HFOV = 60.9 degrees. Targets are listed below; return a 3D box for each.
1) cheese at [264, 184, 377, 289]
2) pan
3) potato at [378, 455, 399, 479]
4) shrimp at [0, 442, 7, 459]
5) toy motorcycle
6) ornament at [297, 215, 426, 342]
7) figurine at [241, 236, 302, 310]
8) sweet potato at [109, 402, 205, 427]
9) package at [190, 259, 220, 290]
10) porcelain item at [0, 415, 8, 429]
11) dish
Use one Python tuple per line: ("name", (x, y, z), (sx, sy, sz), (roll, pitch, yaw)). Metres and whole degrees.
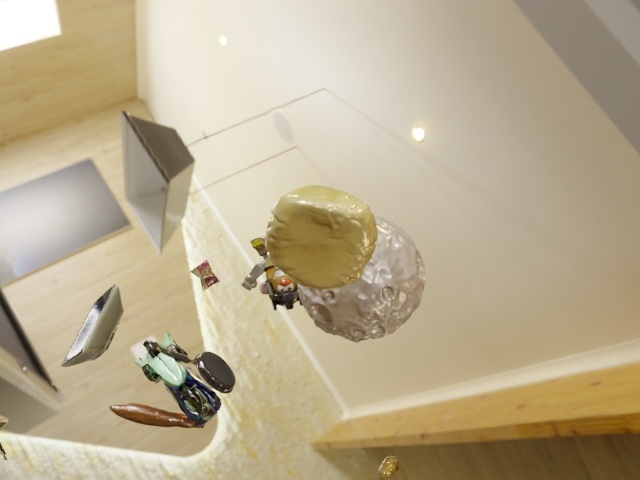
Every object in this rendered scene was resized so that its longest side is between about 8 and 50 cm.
("cheese", (0.000, 0.000, 1.121), (0.226, 0.117, 0.213), (16, -64, 10))
("pan", (-0.311, 0.325, 1.426), (0.235, 0.028, 0.136), (36, 13, -35))
("potato", (0.199, 0.662, 1.580), (0.051, 0.083, 0.040), (3, -57, 41))
("shrimp", (-0.737, 0.314, 1.093), (0.343, 0.145, 0.116), (49, -55, 7))
("toy motorcycle", (-0.380, 0.388, 1.492), (0.331, 0.125, 0.196), (32, -25, 40))
("ornament", (0.112, 0.090, 1.408), (0.337, 0.337, 0.337), (43, -31, 34))
("figurine", (-0.140, 0.117, 2.022), (0.308, 0.309, 0.143), (56, 14, 12))
("sweet potato", (-0.454, 0.491, 1.514), (0.265, 0.057, 0.057), (14, -31, -4))
("package", (-0.332, 0.104, 1.572), (0.029, 0.059, 0.083), (40, -20, 58))
("porcelain item", (-0.875, 0.546, 1.371), (0.069, 0.215, 0.081), (29, -16, -26))
("dish", (-0.673, 0.272, 1.660), (0.080, 0.243, 0.182), (35, -44, -24))
